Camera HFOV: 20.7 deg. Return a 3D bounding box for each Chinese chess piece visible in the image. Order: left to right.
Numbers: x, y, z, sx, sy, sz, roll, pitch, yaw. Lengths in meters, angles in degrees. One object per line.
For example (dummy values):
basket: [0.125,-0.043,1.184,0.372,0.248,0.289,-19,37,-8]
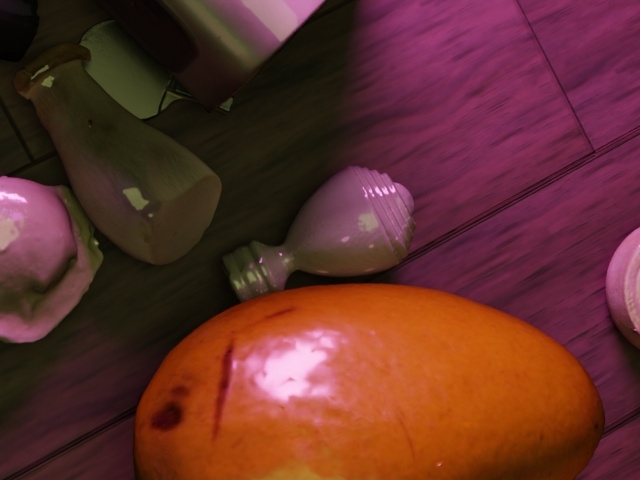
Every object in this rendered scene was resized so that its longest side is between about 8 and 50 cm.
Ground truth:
Chinese chess piece: [0.357,0.048,1.747,0.144,0.058,0.144,0,89,-12]

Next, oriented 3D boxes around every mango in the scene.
mango: [0.050,0.173,1.576,0.445,0.220,0.301,-6,52,-12]

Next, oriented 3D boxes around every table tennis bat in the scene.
table tennis bat: [-0.159,-0.155,1.665,0.158,0.014,0.095,19,84,-9]

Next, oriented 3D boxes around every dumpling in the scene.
dumpling: [-0.288,0.020,1.581,0.181,0.111,0.155,-19,88,-7]

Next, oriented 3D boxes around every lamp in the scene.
lamp: [0.000,0.000,1.657,0.193,0.106,0.106,-25,94,-1]

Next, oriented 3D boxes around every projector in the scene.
projector: [-0.088,-0.295,1.561,0.249,0.248,0.248,45,75,-7]

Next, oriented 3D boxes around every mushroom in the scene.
mushroom: [-0.196,-0.077,1.622,0.225,0.093,0.116,42,70,0]

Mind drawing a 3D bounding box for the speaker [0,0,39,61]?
speaker: [-0.424,-0.281,1.574,0.329,0.198,0.259,8,48,-26]
